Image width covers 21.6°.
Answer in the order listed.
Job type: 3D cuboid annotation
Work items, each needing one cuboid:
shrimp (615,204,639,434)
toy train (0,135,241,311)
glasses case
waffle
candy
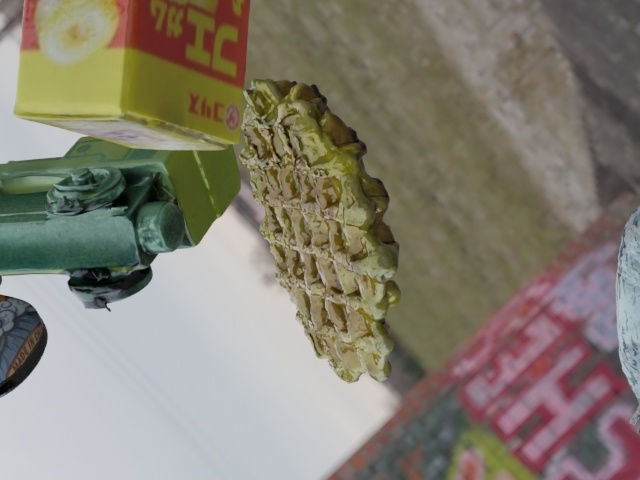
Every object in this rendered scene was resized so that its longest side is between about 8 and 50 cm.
[{"bbox_3d":[0.215,0.065,1.004,0.090,0.079,0.233,-66,-23,-54],"label":"shrimp"},{"bbox_3d":[-0.293,-0.036,1.827,0.237,0.369,0.150,-58,-42,-50],"label":"toy train"},{"bbox_3d":[-0.423,0.106,1.710,0.321,0.122,0.082,1,133,28],"label":"glasses case"},{"bbox_3d":[0.000,0.000,1.345,0.243,0.059,0.238,62,158,27],"label":"waffle"},{"bbox_3d":[-0.109,-0.201,1.054,0.088,0.276,0.146,2,177,25],"label":"candy"}]
